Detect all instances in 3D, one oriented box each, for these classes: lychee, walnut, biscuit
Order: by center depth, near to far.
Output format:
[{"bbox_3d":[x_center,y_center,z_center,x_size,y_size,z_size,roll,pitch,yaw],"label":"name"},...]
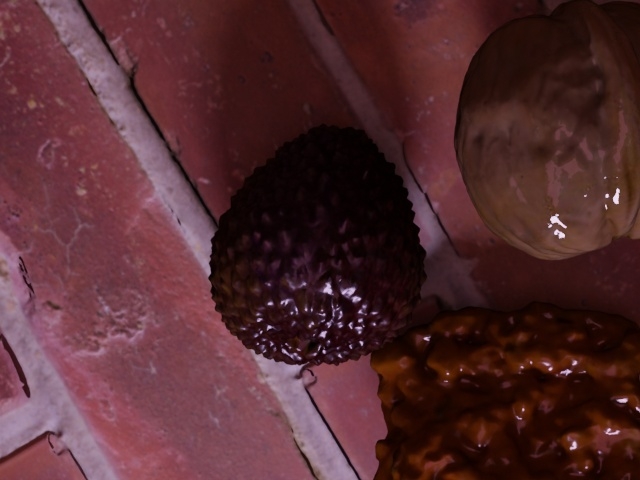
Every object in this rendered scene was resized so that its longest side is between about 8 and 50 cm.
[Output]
[{"bbox_3d":[0.283,-0.120,1.702,0.296,0.285,0.285,-9,96,-13],"label":"walnut"},{"bbox_3d":[0.207,0.220,1.767,0.318,0.110,0.312,0,65,11],"label":"biscuit"},{"bbox_3d":[0.000,0.000,1.776,0.271,0.271,0.271,1,97,7],"label":"lychee"}]
